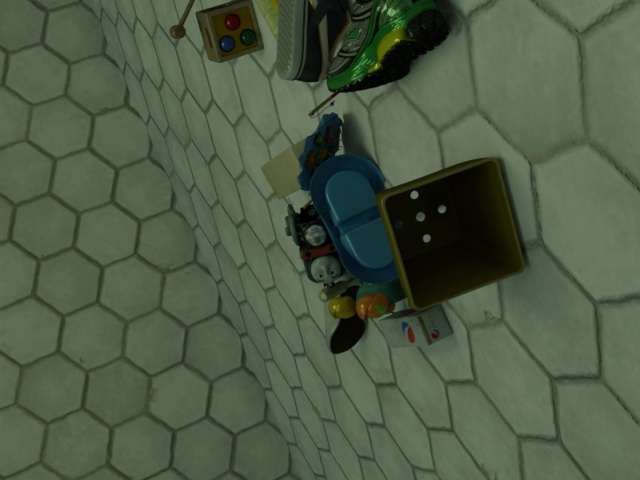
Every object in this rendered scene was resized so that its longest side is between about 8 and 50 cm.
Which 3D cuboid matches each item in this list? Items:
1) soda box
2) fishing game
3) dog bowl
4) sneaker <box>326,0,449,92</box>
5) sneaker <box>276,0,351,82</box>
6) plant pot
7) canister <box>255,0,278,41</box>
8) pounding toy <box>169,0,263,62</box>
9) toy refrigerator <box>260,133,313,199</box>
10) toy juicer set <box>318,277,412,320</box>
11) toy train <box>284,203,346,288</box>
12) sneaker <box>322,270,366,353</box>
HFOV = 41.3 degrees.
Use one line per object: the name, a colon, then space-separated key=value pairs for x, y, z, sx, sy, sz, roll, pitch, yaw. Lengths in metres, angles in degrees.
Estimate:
soda box: x=0.211 y=0.196 z=1.917 sx=0.073 sy=0.069 sz=0.216 roll=66 pitch=159 yaw=0
fishing game: x=0.006 y=-0.194 z=1.876 sx=0.041 sy=0.189 sz=0.264 roll=24 pitch=132 yaw=21
dog bowl: x=0.087 y=-0.042 z=1.853 sx=0.297 sy=0.166 sz=0.074 roll=64 pitch=172 yaw=7
sneaker: x=0.105 y=-0.367 z=1.524 sx=0.343 sy=0.134 sz=0.146 roll=-30 pitch=77 yaw=61
sneaker: x=-0.013 y=-0.474 z=1.701 sx=0.126 sy=0.128 sz=0.320 roll=-176 pitch=89 yaw=-66
plant pot: x=0.209 y=-0.028 z=1.515 sx=0.187 sy=0.212 sz=0.212 roll=-135 pitch=26 yaw=-73
canister: x=-0.069 y=-0.472 z=1.827 sx=0.126 sy=0.073 sz=0.169 roll=2 pitch=-122 yaw=-62
pounding toy: x=-0.267 y=-0.539 z=2.115 sx=0.094 sy=0.206 sz=0.181 roll=30 pitch=139 yaw=58
toy refrigerator: x=-0.055 y=-0.186 z=2.139 sx=0.102 sy=0.094 sz=0.269 roll=61 pitch=161 yaw=-4
toy juicer set: x=0.107 y=0.137 z=1.911 sx=0.329 sy=0.209 sz=0.089 roll=5 pitch=115 yaw=67
toy train: x=0.000 y=0.000 z=2.044 sx=0.334 sy=0.142 sz=0.190 roll=-103 pitch=-4 yaw=-79
sneaker: x=0.058 y=0.177 z=2.259 sx=0.123 sy=0.106 sz=0.290 roll=-119 pitch=27 yaw=-42
